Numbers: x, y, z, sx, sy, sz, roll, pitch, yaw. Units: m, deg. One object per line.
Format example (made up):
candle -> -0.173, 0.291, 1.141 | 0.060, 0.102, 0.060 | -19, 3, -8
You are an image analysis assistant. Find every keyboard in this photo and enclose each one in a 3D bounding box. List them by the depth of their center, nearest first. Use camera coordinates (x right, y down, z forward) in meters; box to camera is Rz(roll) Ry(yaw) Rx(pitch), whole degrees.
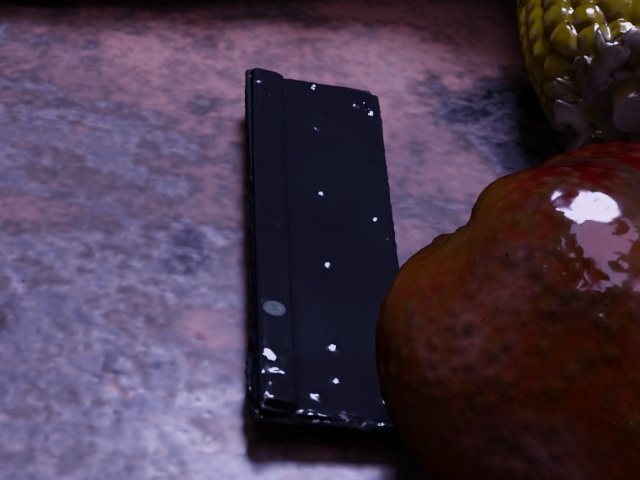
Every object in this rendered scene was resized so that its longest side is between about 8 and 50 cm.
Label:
keyboard -> 0.000, 0.001, 0.655 | 0.072, 0.023, 0.231 | 9, 41, -11

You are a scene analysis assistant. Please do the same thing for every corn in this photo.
corn -> 0.158, -0.160, 0.804 | 0.106, 0.106, 0.305 | 7, 41, -3

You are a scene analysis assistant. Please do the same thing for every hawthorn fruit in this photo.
hawthorn fruit -> 0.121, 0.066, 0.523 | 0.162, 0.162, 0.203 | -25, 64, -33
